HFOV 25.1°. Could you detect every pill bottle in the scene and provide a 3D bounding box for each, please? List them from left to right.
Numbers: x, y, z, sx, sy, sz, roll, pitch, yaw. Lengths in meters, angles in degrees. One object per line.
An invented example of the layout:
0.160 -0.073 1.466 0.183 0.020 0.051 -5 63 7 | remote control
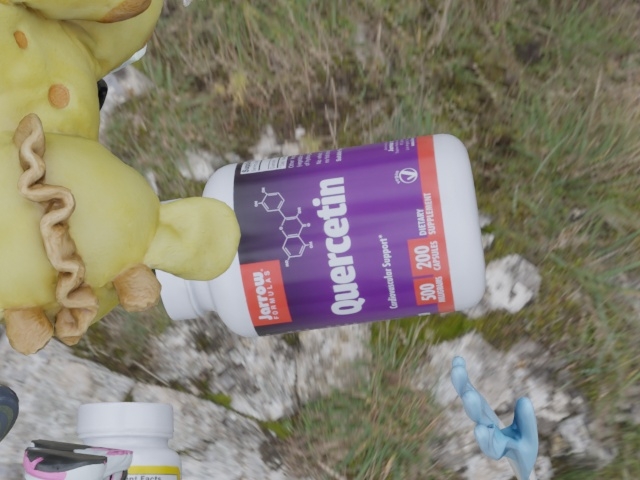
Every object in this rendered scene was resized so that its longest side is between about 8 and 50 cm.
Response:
-0.200 0.273 1.470 0.119 0.119 0.208 -1 79 1 | pill bottle
0.000 0.000 1.461 0.323 0.181 0.181 -8 79 5 | pill bottle

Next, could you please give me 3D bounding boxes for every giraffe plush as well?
-0.121 -0.038 0.589 0.181 0.210 0.170 -27 85 7 | giraffe plush

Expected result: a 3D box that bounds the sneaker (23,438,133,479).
-0.175 0.179 0.981 0.072 0.178 0.077 8 85 4 | sneaker

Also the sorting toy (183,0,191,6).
-0.140 -0.312 1.690 0.045 0.083 0.075 30 44 -11 | sorting toy

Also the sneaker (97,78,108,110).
-0.216 -0.118 0.989 0.132 0.086 0.228 2 45 -19 | sneaker

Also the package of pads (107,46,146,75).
-0.268 -0.294 1.562 0.101 0.229 0.296 32 55 -36 | package of pads

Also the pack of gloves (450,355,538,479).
0.163 0.188 1.020 0.046 0.232 0.195 -27 54 9 | pack of gloves

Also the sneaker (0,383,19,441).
-0.391 0.278 1.447 0.121 0.111 0.300 22 67 29 | sneaker
